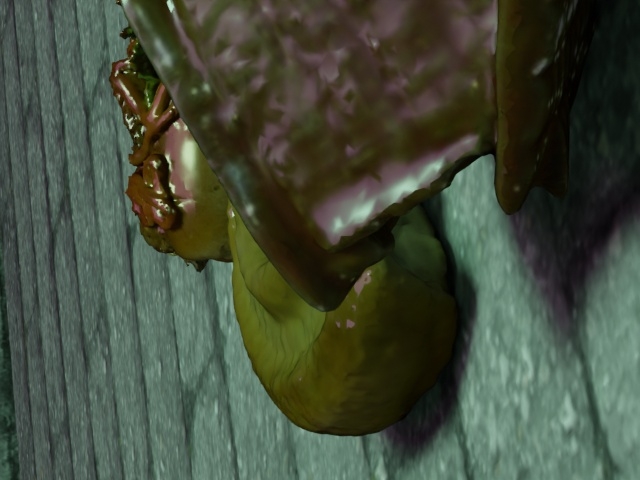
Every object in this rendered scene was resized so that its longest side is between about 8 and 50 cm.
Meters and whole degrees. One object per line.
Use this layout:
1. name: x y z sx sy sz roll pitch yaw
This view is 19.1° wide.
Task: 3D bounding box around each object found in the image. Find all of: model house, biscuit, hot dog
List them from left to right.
1. hot dog: -0.098 -0.149 1.383 0.158 0.117 0.349 -174 83 -73
2. biscuit: -0.001 0.000 1.113 0.274 0.091 0.213 -113 29 -47
3. model house: 0.047 -0.123 0.843 0.229 0.199 0.219 -29 101 40
